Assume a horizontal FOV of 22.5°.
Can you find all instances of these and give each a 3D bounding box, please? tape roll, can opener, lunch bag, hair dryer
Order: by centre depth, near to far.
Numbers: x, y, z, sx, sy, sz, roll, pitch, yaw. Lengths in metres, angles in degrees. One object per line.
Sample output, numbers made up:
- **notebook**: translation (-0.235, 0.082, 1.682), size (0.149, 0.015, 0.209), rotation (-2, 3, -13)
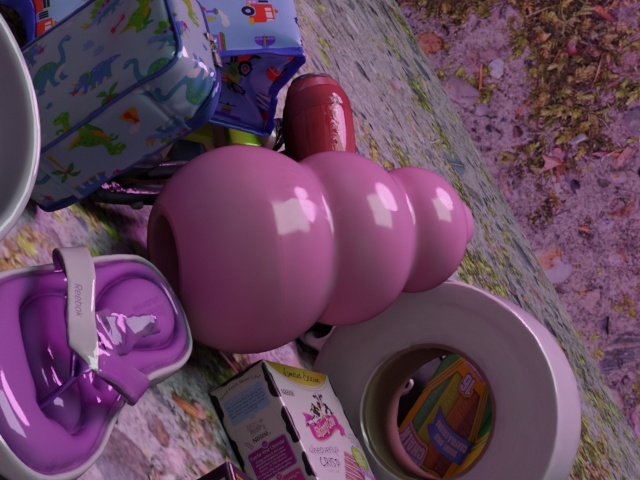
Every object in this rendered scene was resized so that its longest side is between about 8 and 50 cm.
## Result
- **lunch bag**: translation (-0.198, -0.143, 1.468), size (0.090, 0.219, 0.176), rotation (44, 20, -43)
- **can opener**: translation (-0.170, -0.059, 1.625), size (0.186, 0.073, 0.059), rotation (7, 81, -59)
- **lunch bag**: translation (-0.186, -0.244, 1.686), size (0.293, 0.138, 0.221), rotation (4, 51, -21)
- **tape roll**: translation (0.129, 0.185, 1.714), size (0.286, 0.286, 0.100), rotation (63, 17, 18)
- **hair dryer**: translation (-0.026, -0.091, 1.825), size (0.080, 0.224, 0.293), rotation (-2, 31, -24)

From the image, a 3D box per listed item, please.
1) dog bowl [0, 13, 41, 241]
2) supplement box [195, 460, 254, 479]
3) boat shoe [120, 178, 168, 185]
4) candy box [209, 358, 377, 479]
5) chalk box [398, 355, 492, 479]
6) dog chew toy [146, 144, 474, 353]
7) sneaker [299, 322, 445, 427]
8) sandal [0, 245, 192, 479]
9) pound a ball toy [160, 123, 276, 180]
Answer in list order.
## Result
- **dog bowl**: translation (-0.315, -0.081, 1.020), size (0.265, 0.104, 0.265), rotation (23, 53, -35)
- **supplement box**: translation (-0.059, 0.290, 1.310), size (0.104, 0.080, 0.188), rotation (42, 22, -44)
- **boat shoe**: translation (-0.210, -0.088, 1.658), size (0.135, 0.050, 0.045), rotation (47, 29, -23)
- **candy box**: translation (-0.004, 0.240, 1.598), size (0.233, 0.071, 0.159), rotation (63, 17, 20)
- **chalk box**: translation (0.171, 0.253, 1.863), size (0.132, 0.213, 0.132), rotation (25, 13, -33)
- **dog chew toy**: translation (0.000, 0.000, 1.614), size (0.206, 0.331, 0.207), rotation (173, -90, -68)
- **sneaker**: translation (0.042, 0.124, 1.928), size (0.331, 0.122, 0.146), rotation (56, 33, -8)
- **sandal**: translation (-0.183, 0.071, 1.317), size (0.169, 0.102, 0.416), rotation (56, 16, -5)
- **pound a ball toy**: translation (-0.195, -0.204, 1.830), size (0.208, 0.136, 0.319), rotation (8, 47, -30)
